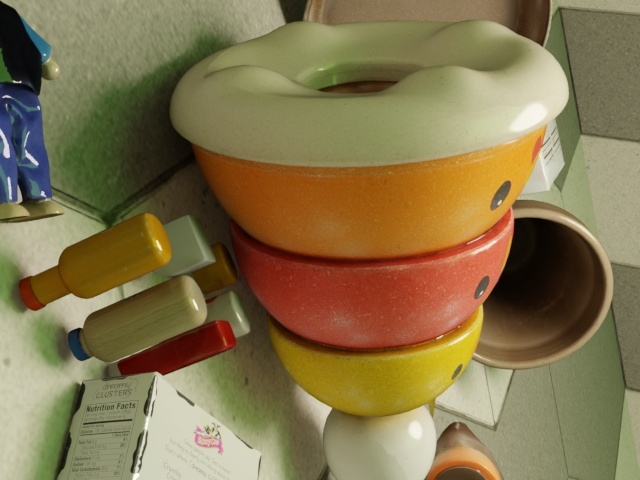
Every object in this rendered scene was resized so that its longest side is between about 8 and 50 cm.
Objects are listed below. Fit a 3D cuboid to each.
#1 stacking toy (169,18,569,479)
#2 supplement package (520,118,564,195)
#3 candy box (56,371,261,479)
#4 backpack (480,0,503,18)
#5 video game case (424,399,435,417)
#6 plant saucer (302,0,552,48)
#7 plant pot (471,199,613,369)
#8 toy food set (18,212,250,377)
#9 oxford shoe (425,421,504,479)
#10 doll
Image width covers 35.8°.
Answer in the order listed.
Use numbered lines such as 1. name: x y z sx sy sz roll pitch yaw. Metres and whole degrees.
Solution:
1. stacking toy: 0.055 0.044 0.962 0.350 0.351 0.480 -53 143 -59
2. supplement package: 0.243 -0.205 1.531 0.198 0.199 0.262 -39 116 -64
3. candy box: -0.121 0.219 0.720 0.165 0.070 0.196 51 38 -47
4. backpack: 0.146 -0.372 1.317 0.191 0.253 0.225 61 31 -36
5. video game case: 0.130 0.161 1.299 0.285 0.025 0.204 -73 158 -45
6. plant saucer: 0.127 -0.265 1.211 0.050 0.311 0.310 -108 172 -54
7. plant pot: 0.297 0.034 1.541 0.229 0.263 0.263 -86 158 -68
8. toy food set: -0.132 0.050 0.773 0.232 0.104 0.111 19 48 -83
9. oxford shoe: 0.233 0.419 1.367 0.133 0.130 0.363 -71 149 -67
10. doll: -0.219 -0.107 0.661 0.129 0.046 0.189 -8 88 -67
